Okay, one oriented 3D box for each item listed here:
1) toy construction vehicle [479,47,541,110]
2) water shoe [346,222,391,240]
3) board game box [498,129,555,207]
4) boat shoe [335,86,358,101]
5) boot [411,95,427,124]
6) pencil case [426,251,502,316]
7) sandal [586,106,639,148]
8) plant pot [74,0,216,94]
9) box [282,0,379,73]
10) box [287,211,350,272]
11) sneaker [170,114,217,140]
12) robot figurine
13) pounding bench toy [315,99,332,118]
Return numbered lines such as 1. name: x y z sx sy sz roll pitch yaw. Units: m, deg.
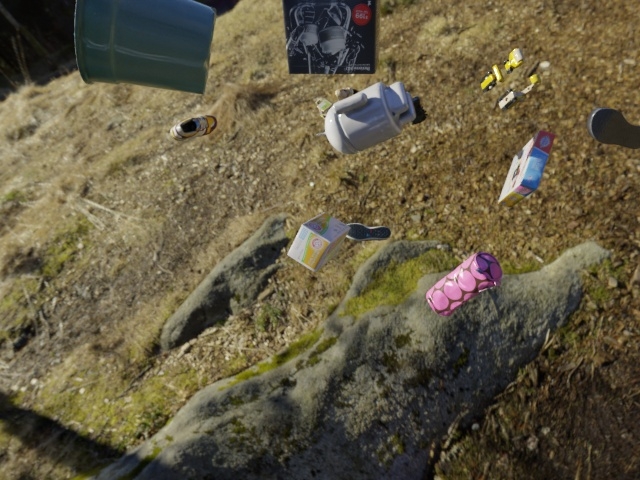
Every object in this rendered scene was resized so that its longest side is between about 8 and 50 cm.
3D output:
1. toy construction vehicle: 0.339 -0.283 0.762 0.035 0.098 0.085 -6 70 -22
2. water shoe: 0.195 -0.024 1.807 0.203 0.080 0.072 6 77 6
3. board game box: 0.870 -0.293 1.823 0.064 0.316 0.242 21 85 9
4. boat shoe: 0.123 -0.666 1.932 0.059 0.063 0.170 -23 7 32
5. boot: 0.364 -0.512 1.723 0.121 0.099 0.045 -27 35 7
6. pencil case: 0.368 0.121 1.107 0.095 0.209 0.098 -6 59 -32
7. sandal: 0.905 -0.340 1.319 0.097 0.255 0.054 -65 28 23
8. plant pot: -0.494 -0.600 1.266 0.334 0.341 0.341 8 47 -16
9. box: 0.049 -0.808 1.610 0.343 0.312 0.179 4 38 11
10. box: 0.000 0.000 1.313 0.103 0.114 0.203 32 23 10
11. sneaker: -0.428 -0.400 1.497 0.185 0.069 0.084 -36 18 -37
12. robot figurine: 0.163 -0.442 1.571 0.354 0.300 0.199 -19 64 28
13. pounding bench toy: 0.018 -0.578 1.884 0.052 0.065 0.083 -41 56 -8
